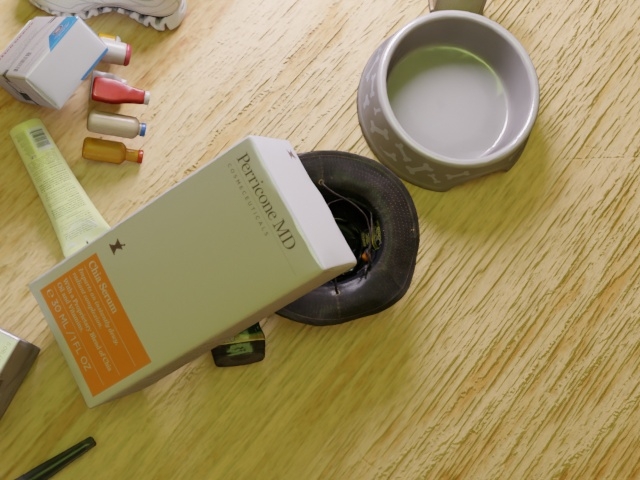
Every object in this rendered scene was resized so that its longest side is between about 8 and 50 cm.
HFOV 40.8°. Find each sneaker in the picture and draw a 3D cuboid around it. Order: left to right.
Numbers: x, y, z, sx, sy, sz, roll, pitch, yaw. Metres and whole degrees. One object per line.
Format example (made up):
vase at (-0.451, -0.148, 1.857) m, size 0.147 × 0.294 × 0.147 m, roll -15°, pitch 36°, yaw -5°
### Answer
sneaker at (-0.390, -0.460, 1.551) m, size 0.292 × 0.118 × 0.110 m, roll 4°, pitch 79°, yaw -5°

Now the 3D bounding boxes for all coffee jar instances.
coffee jar at (-0.148, 0.122, 1.472) m, size 0.096 × 0.079 × 0.184 m, roll -7°, pitch 79°, yaw -9°

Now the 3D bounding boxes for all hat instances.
hat at (0.000, 0.000, 1.495) m, size 0.331 × 0.134 × 0.331 m, roll 3°, pitch 80°, yaw -15°

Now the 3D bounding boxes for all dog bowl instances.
dog bowl at (0.246, -0.268, 1.602) m, size 0.349 × 0.102 × 0.349 m, roll 2°, pitch 78°, yaw -8°

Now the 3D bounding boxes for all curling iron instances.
curling iron at (-0.478, 0.409, 1.386) m, size 0.274 × 0.035 × 0.068 m, roll -39°, pitch 89°, yaw -13°

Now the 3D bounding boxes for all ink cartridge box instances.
ink cartridge box at (-0.467, -0.306, 1.466) m, size 0.082 × 0.190 × 0.139 m, roll 45°, pitch 73°, yaw -36°

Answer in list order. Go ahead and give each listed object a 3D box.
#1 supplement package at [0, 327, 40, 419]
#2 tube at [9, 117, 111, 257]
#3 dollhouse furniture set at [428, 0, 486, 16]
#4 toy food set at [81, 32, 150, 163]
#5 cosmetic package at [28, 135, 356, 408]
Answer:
supplement package at (-0.626, 0.174, 1.345) m, size 0.293 × 0.175 × 0.177 m, roll 26°, pitch 76°, yaw -1°
tube at (-0.458, -0.094, 1.493) m, size 0.070 × 0.062 × 0.240 m, roll -31°, pitch 87°, yaw 31°
dollhouse furniture set at (0.275, -0.581, 1.680) m, size 0.212 × 0.161 × 0.242 m, roll 5°, pitch 55°, yaw -7°
toy food set at (-0.351, -0.256, 1.516) m, size 0.104 × 0.111 × 0.232 m, roll 8°, pitch 75°, yaw -18°
cosmetic package at (-0.202, 0.053, 1.332) m, size 0.453 × 0.161 × 0.230 m, roll -32°, pitch 82°, yaw 18°
